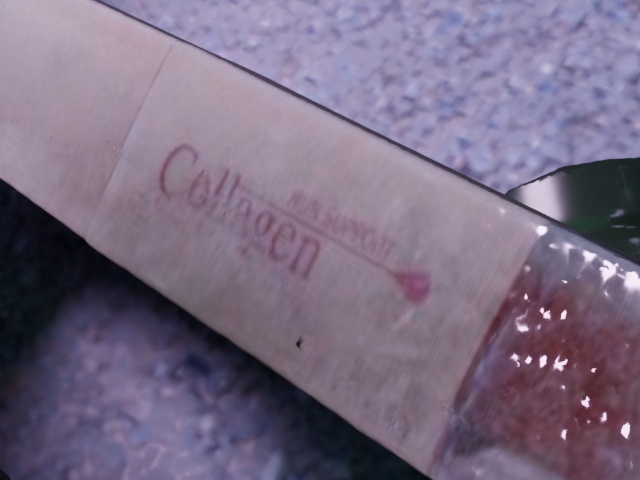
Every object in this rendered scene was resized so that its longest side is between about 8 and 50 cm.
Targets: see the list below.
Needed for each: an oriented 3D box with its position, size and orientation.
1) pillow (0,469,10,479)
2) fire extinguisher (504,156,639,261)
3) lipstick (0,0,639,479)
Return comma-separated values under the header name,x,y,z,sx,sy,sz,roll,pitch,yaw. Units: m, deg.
name,x,y,z,sx,sy,sz,roll,pitch,yaw
pillow,-0.211,0.123,0.629,0.232,0.038,0.130,-34,49,-15
fire extinguisher,0.100,0.132,0.576,0.114,0.095,0.311,-45,42,45
lipstick,0.000,0.000,0.606,0.371,0.079,0.076,30,96,49
